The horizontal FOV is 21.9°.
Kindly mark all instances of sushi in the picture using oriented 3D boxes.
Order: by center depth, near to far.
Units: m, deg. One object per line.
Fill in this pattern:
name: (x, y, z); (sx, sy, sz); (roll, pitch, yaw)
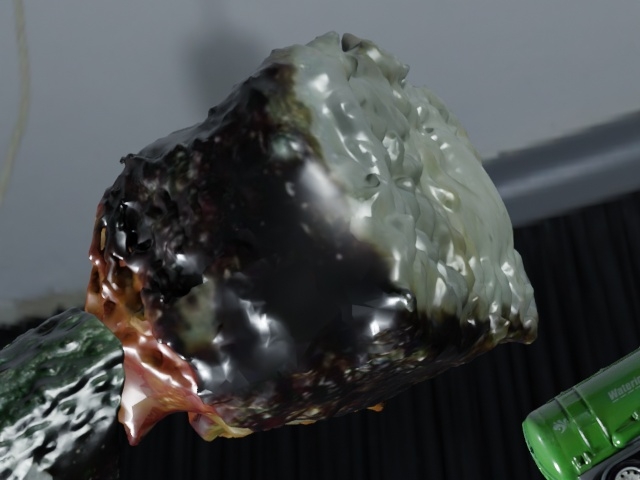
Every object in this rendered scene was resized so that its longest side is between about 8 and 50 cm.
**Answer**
sushi: (0.000, 0.000, 0.906); (0.182, 0.196, 0.343); (-18, 174, 16)

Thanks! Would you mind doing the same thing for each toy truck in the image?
toy truck: (0.298, 0.146, 1.405); (0.242, 0.125, 0.101); (-29, 158, 1)

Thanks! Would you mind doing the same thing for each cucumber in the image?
cucumber: (-0.158, 0.117, 0.590); (0.074, 0.241, 0.074); (27, 138, 27)

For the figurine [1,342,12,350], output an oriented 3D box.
figurine: (-0.242, 0.185, 1.022); (0.162, 0.263, 0.143); (13, 171, -26)
